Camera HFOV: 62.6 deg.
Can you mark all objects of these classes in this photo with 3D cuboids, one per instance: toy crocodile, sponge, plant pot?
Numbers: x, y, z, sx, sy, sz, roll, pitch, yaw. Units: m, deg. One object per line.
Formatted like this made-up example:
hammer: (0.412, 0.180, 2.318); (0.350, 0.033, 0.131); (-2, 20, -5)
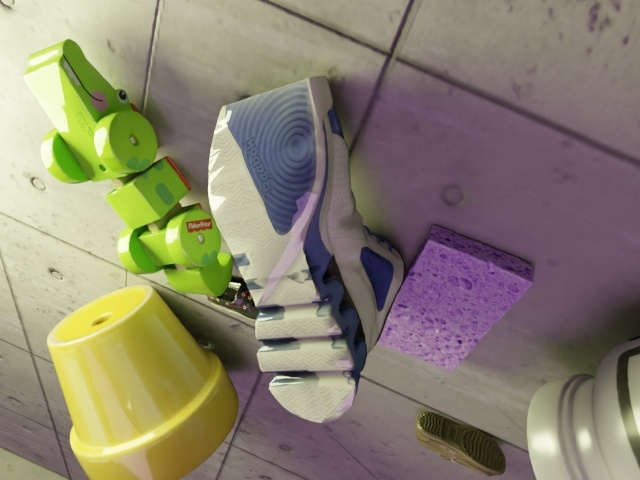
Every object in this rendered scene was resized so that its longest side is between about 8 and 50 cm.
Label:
toy crocodile: (-0.203, -0.062, 0.606); (0.115, 0.105, 0.341); (-10, 123, 32)
sponge: (0.145, 0.079, 0.623); (0.117, 0.031, 0.210); (23, 137, 3)
plant pot: (-0.286, 0.210, 0.815); (0.254, 0.254, 0.239); (-8, 114, 31)

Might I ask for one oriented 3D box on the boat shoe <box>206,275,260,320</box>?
boat shoe: (-0.102, 0.077, 0.723); (0.133, 0.049, 0.042); (9, 144, 23)

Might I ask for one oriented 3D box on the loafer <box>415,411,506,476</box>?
loafer: (0.213, 0.315, 0.814); (0.148, 0.056, 0.050); (29, 139, 11)

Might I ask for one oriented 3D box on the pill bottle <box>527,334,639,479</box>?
pill bottle: (0.387, 0.166, 0.465); (0.210, 0.210, 0.363); (37, 138, -13)

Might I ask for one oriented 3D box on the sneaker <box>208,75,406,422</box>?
sneaker: (0.000, 0.001, 0.550); (0.127, 0.182, 0.316); (-5, 101, 26)
